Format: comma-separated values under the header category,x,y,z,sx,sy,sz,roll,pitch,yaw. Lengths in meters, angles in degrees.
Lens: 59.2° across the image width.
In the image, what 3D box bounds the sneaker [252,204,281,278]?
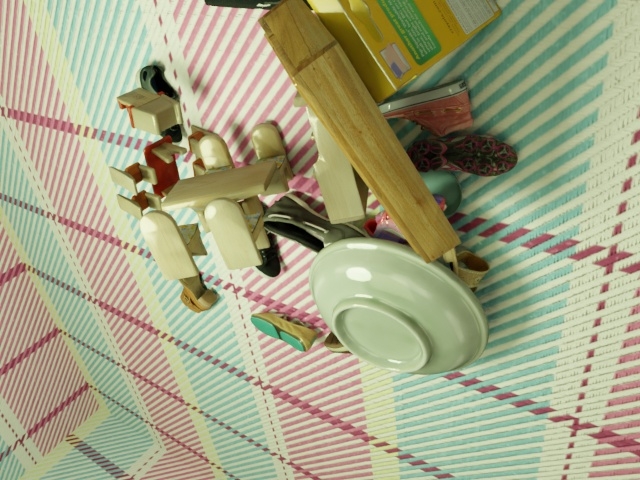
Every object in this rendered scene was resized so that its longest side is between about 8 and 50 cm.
category,x,y,z,sx,sy,sz,roll,pitch,yaw
sneaker,-0.146,0.001,1.440,0.121,0.079,0.217,-15,110,49

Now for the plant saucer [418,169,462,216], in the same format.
category,x,y,z,sx,sy,sz,roll,pitch,yaw
plant saucer,0.218,-0.100,1.074,0.119,0.021,0.119,25,136,26

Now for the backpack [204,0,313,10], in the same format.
category,x,y,z,sx,sy,sz,roll,pitch,yaw
backpack,-0.120,-0.543,0.856,0.290,0.273,0.355,19,122,32

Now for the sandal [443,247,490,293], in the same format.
category,x,y,z,sx,sy,sz,roll,pitch,yaw
sandal,0.288,0.052,1.093,0.079,0.088,0.240,-13,133,15

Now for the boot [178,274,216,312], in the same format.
category,x,y,z,sx,sy,sz,roll,pitch,yaw
boot,-0.433,0.156,1.839,0.197,0.073,0.152,52,145,-2

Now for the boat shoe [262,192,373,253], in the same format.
category,x,y,z,sx,sy,sz,roll,pitch,yaw
boat shoe,0.000,0.000,1.250,0.335,0.095,0.112,30,153,37

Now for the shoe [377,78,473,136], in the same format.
category,x,y,z,sx,sy,sz,roll,pitch,yaw
shoe,0.177,-0.217,0.979,0.178,0.063,0.081,-6,113,39

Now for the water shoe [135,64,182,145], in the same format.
category,x,y,z,sx,sy,sz,roll,pitch,yaw
water shoe,-0.388,-0.329,1.388,0.080,0.073,0.203,-1,122,40

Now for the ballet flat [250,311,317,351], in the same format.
category,x,y,z,sx,sy,sz,roll,pitch,yaw
ballet flat,-0.103,0.253,1.623,0.232,0.073,0.080,21,139,37

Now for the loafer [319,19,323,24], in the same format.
category,x,y,z,sx,sy,sz,roll,pitch,yaw
loafer,-0.007,-0.381,1.027,0.125,0.039,0.045,15,130,33

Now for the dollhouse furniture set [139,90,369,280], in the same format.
category,x,y,z,sx,sy,sz,roll,pitch,yaw
dollhouse furniture set,-0.127,-0.154,1.096,0.394,0.362,0.256,-9,121,14

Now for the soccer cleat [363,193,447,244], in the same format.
category,x,y,z,sx,sy,sz,roll,pitch,yaw
soccer cleat,0.159,-0.038,1.102,0.095,0.083,0.248,38,158,-1

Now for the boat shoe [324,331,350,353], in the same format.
category,x,y,z,sx,sy,sz,roll,pitch,yaw
boat shoe,0.117,0.261,1.415,0.257,0.095,0.095,-19,114,48

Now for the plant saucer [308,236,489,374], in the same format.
category,x,y,z,sx,sy,sz,roll,pitch,yaw
plant saucer,0.138,0.171,1.168,0.400,0.100,0.400,20,141,17

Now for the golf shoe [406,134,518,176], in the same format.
category,x,y,z,sx,sy,sz,roll,pitch,yaw
golf shoe,0.245,-0.152,0.978,0.186,0.086,0.067,6,106,15

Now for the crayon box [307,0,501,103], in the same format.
category,x,y,z,sx,sy,sz,roll,pitch,yaw
crayon box,0.099,-0.325,0.755,0.083,0.323,0.203,-25,103,49

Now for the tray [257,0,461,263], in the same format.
category,x,y,z,sx,sy,sz,roll,pitch,yaw
tray,0.067,-0.152,0.850,0.411,0.076,0.203,47,-167,-41

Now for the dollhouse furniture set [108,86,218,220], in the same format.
category,x,y,z,sx,sy,sz,roll,pitch,yaw
dollhouse furniture set,-0.382,-0.215,1.332,0.135,0.262,0.259,25,136,28
